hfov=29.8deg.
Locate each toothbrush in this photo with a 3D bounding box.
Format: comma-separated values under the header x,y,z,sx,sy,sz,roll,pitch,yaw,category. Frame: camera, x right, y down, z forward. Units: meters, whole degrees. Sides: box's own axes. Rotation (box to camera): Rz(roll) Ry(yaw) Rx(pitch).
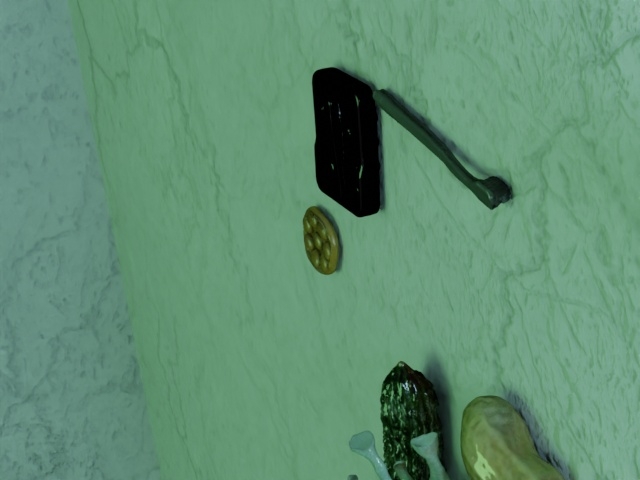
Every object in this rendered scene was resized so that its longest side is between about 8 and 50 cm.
x,y,z,sx,sy,sz,roll,pitch,yaw,category
0.137,-0.117,1.447,0.297,0.030,0.030,49,155,49,toothbrush

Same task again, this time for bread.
x,y,z,sx,sy,sz,roll,pitch,yaw,category
0.000,0.000,1.854,0.110,0.024,0.110,45,143,49,bread

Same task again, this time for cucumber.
x,y,z,sx,sy,sz,roll,pitch,yaw,category
0.129,0.321,1.678,0.096,0.096,0.360,36,134,57,cucumber

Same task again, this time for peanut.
x,y,z,sx,sy,sz,roll,pitch,yaw,category
0.228,0.278,1.410,0.214,0.090,0.099,61,144,28,peanut

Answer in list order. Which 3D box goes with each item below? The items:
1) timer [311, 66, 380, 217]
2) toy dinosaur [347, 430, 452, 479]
x,y,z,sx,sy,sz,roll,pitch,yaw,category
0.028,-0.136,1.656,0.144,0.055,0.187,40,139,56,timer
0.135,0.332,1.519,0.393,0.092,0.206,5,120,55,toy dinosaur
